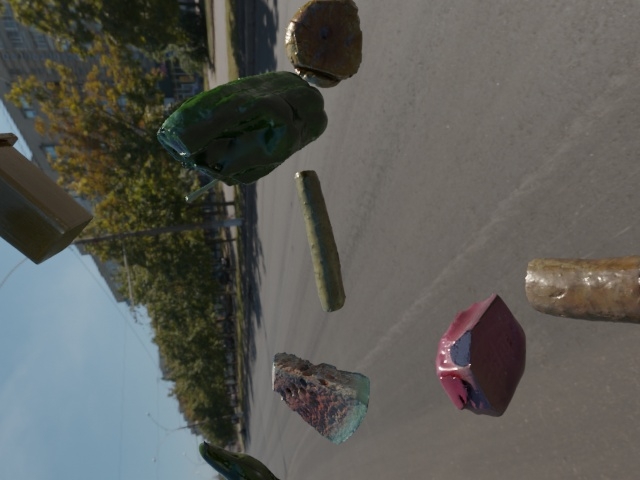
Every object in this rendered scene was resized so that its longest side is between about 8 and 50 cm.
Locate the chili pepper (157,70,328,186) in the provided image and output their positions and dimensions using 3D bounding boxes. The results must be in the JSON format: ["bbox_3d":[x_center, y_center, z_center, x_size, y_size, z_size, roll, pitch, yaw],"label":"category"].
[{"bbox_3d":[-0.142,-0.243,0.895,0.167,0.384,0.213,-4,116,54],"label":"chili pepper"}]

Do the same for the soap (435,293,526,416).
[{"bbox_3d":[0.437,0.310,1.134,0.220,0.324,0.127,56,140,4],"label":"soap"}]

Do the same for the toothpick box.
[{"bbox_3d":[-0.796,-0.106,1.104,0.308,0.187,0.190,45,-169,-13],"label":"toothpick box"}]

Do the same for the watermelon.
[{"bbox_3d":[-0.016,0.343,0.953,0.154,0.241,0.094,-66,-9,21],"label":"watermelon"}]

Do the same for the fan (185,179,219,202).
[{"bbox_3d":[-0.384,-0.192,1.452,0.016,0.193,0.038,51,167,9],"label":"fan"}]

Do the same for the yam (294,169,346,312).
[{"bbox_3d":[0.000,0.000,1.102,0.083,0.083,0.373,174,83,-74],"label":"yam"}]

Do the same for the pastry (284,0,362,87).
[{"bbox_3d":[0.019,-0.529,1.111,0.229,0.218,0.100,-56,15,10],"label":"pastry"}]

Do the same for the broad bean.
[{"bbox_3d":[-0.061,0.377,0.608,0.060,0.297,0.043,-37,14,29],"label":"broad bean"}]

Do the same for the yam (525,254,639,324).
[{"bbox_3d":[0.329,0.058,0.507,0.127,0.084,0.084,-5,92,52],"label":"yam"}]
